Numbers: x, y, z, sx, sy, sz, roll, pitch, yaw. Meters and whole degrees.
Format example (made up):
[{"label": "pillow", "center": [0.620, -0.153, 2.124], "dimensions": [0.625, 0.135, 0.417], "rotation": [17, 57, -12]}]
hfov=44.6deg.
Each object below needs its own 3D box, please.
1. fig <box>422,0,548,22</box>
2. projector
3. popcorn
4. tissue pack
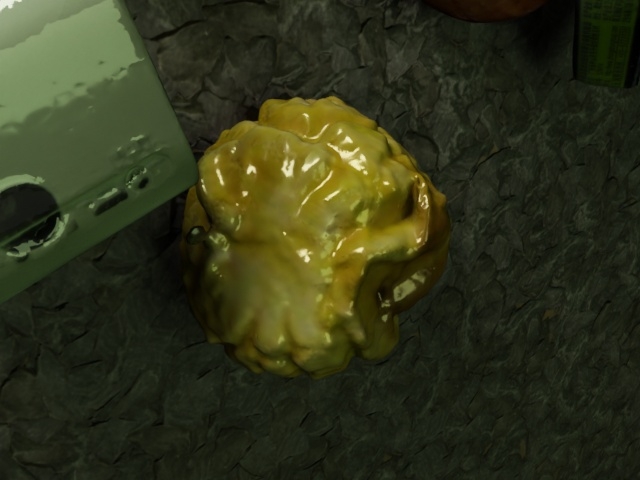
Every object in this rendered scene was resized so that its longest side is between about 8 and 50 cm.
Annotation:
[{"label": "fig", "center": [0.210, -0.401, 1.021], "dimensions": [0.263, 0.224, 0.224], "rotation": [1, 108, -32]}, {"label": "projector", "center": [-0.297, -0.109, 0.710], "dimensions": [0.249, 0.248, 0.248], "rotation": [-36, 126, -22]}, {"label": "popcorn", "center": [0.000, 0.000, 0.986], "dimensions": [0.382, 0.349, 0.349], "rotation": [6, 106, -66]}, {"label": "tissue pack", "center": [0.433, -0.431, 1.098], "dimensions": [0.394, 0.124, 0.288], "rotation": [49, 54, -66]}]
